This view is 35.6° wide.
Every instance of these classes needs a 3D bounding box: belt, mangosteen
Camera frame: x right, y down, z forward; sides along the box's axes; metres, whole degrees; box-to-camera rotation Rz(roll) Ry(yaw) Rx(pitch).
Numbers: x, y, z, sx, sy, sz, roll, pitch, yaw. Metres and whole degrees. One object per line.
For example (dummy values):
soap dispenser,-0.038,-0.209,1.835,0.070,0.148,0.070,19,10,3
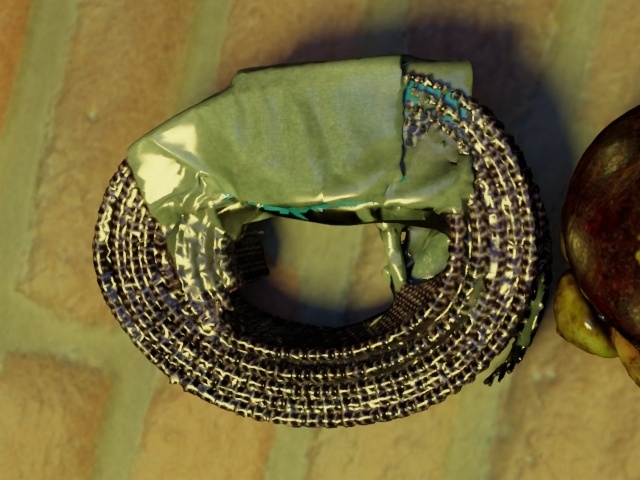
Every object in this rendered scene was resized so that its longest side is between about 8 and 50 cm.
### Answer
belt,0.000,0.000,0.722,0.325,0.122,0.260,-2,97,16
mangosteen,0.235,0.013,0.647,0.192,0.192,0.217,38,137,11
